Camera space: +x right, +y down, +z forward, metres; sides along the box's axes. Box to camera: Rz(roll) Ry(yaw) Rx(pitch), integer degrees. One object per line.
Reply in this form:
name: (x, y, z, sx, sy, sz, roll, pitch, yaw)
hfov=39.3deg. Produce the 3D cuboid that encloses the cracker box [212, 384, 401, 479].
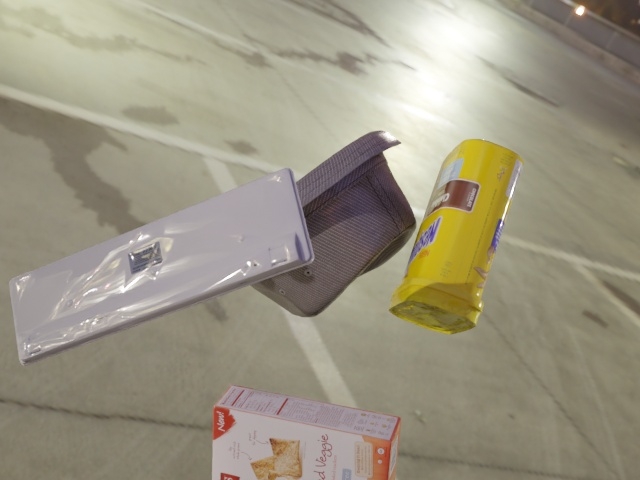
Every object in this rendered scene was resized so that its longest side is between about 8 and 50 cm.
cracker box: (-0.021, 0.285, 1.142, 0.232, 0.155, 0.067, 8, 20, 15)

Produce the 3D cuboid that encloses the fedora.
fedora: (0.000, 0.000, 0.960, 0.124, 0.275, 0.244, 55, 40, 0)

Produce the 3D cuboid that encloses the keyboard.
keyboard: (-0.126, 0.022, 0.658, 0.014, 0.256, 0.072, 34, 40, -60)

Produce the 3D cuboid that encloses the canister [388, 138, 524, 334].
canister: (0.133, -0.002, 0.877, 0.073, 0.170, 0.126, 21, -13, -3)
